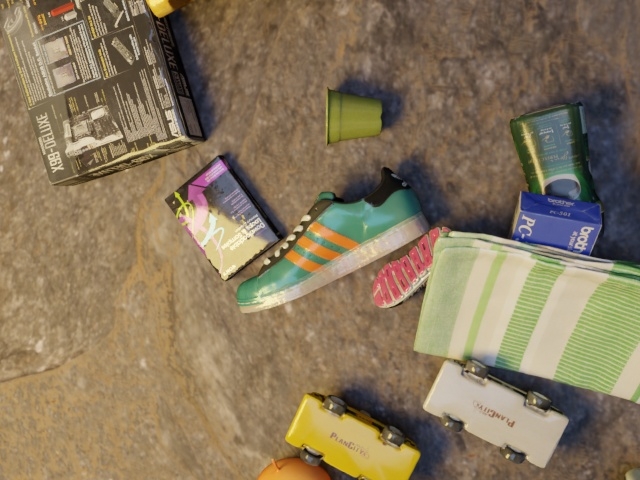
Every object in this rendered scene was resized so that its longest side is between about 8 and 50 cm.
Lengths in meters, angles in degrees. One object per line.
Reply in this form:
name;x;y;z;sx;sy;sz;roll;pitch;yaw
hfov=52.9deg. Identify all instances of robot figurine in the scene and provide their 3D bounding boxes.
robot figurine;-0.046;0.429;0.975;0.158;0.128;0.219;9;98;18

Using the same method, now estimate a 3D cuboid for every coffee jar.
coffee jar;0.319;-0.086;0.863;0.096;0.079;0.184;-11;94;21

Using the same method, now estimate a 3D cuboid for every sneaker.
sneaker;0.000;0.000;0.933;0.302;0.108;0.121;-27;90;6
sneaker;0.147;0.048;0.923;0.170;0.074;0.063;-45;47;32

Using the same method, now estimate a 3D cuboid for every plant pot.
plant pot;0.047;-0.176;0.918;0.079;0.083;0.083;2;97;0

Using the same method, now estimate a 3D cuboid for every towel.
towel;0.298;0.106;0.849;0.324;0.038;0.248;11;134;9

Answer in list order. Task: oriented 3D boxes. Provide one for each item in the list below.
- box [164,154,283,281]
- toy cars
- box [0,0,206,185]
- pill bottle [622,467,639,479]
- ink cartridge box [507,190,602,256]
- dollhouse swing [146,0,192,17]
box;-0.150;-0.033;0.995;0.116;0.029;0.162;-37;89;13
toy cars;0.149;0.266;0.941;0.393;0.087;0.176;-16;91;10
box;-0.338;-0.262;0.985;0.242;0.076;0.307;-17;93;14
pill bottle;0.451;0.450;0.872;0.130;0.130;0.246;12;99;10
ink cartridge box;0.289;0.036;0.848;0.097;0.046;0.207;12;133;10
dollhouse swing;-0.128;-0.477;0.800;0.346;0.305;0.315;-21;92;14
